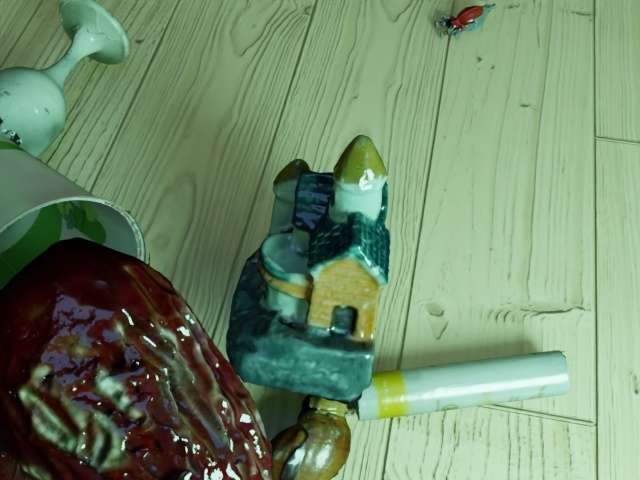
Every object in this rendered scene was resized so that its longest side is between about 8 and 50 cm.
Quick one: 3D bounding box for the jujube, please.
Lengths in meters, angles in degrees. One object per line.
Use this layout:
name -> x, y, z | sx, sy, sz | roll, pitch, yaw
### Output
jujube -> -0.213, 0.180, 0.818 | 0.258, 0.258, 0.376 | -28, 78, -17

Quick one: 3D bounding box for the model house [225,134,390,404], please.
model house -> 0.000, 0.000, 0.904 | 0.185, 0.291, 0.253 | 12, 30, -1

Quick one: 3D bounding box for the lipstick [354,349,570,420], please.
lipstick -> 0.174, 0.179, 0.945 | 0.264, 0.059, 0.059 | -6, 56, -3

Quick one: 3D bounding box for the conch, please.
conch -> -0.020, 0.255, 0.880 | 0.086, 0.080, 0.232 | 38, 59, 0

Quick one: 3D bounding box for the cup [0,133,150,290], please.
cup -> -0.401, -0.001, 0.981 | 0.253, 0.253, 0.274 | -40, 55, -23

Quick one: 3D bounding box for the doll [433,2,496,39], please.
doll -> 0.259, -0.388, 1.344 | 0.114, 0.039, 0.057 | -22, 29, -2

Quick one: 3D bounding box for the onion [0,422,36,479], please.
onion -> -0.426, 0.269, 0.797 | 0.252, 0.219, 0.252 | 5, 52, -6

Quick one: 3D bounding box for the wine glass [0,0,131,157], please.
wine glass -> -0.438, -0.240, 1.193 | 0.143, 0.143, 0.321 | 22, 59, 15
